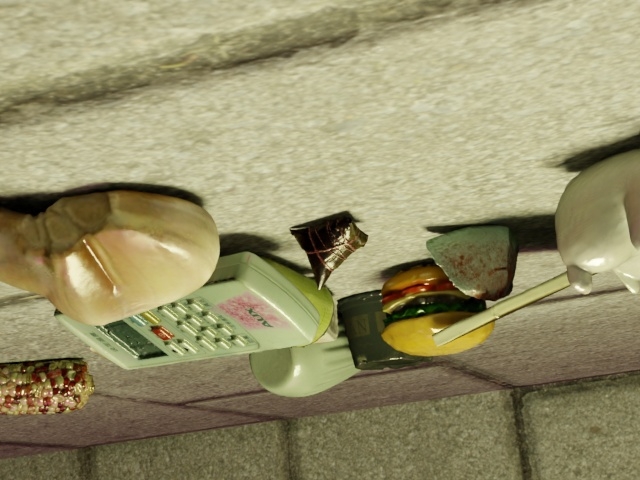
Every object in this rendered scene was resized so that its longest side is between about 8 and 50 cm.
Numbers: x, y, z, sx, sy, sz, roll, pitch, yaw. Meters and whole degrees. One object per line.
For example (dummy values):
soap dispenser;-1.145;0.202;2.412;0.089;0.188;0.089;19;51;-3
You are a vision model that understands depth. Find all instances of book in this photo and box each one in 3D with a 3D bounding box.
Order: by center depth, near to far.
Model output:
book;0.303;0.047;1.577;0.310;0.021;0.217;-23;173;-18

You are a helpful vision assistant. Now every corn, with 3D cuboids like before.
corn;-0.519;0.245;2.148;0.280;0.092;0.092;-1;166;-13

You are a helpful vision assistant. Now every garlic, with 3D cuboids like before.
garlic;-0.205;0.023;1.287;0.217;0.110;0.228;-12;166;9

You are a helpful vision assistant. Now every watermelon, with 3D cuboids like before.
watermelon;0.200;0.025;1.537;0.081;0.094;0.180;-20;176;33

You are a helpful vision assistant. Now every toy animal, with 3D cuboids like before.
toy animal;0.348;-0.036;1.210;0.140;0.138;0.282;11;158;-39

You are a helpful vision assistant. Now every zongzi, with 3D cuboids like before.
zongzi;0.000;0.000;1.421;0.083;0.073;0.067;-48;160;4

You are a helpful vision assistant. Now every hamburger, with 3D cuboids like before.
hamburger;0.154;0.093;1.724;0.162;0.115;0.162;-5;165;-1

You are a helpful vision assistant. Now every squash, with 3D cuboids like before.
squash;-0.056;0.062;1.583;0.094;0.094;0.224;-10;159;15

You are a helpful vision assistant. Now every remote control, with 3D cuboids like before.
remote control;-0.164;0.090;1.551;0.344;0.050;0.145;-12;137;40

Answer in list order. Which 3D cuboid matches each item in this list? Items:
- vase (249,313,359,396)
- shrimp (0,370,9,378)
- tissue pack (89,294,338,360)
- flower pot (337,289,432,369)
vase;0.004;0.169;1.991;0.128;0.128;0.248;-17;172;38
shrimp;-0.566;0.187;1.917;0.152;0.063;0.287;-5;164;7
tissue pack;-0.144;0.119;1.798;0.325;0.071;0.170;-7;169;9
flower pot;0.103;0.136;1.914;0.157;0.107;0.157;-5;165;-1
